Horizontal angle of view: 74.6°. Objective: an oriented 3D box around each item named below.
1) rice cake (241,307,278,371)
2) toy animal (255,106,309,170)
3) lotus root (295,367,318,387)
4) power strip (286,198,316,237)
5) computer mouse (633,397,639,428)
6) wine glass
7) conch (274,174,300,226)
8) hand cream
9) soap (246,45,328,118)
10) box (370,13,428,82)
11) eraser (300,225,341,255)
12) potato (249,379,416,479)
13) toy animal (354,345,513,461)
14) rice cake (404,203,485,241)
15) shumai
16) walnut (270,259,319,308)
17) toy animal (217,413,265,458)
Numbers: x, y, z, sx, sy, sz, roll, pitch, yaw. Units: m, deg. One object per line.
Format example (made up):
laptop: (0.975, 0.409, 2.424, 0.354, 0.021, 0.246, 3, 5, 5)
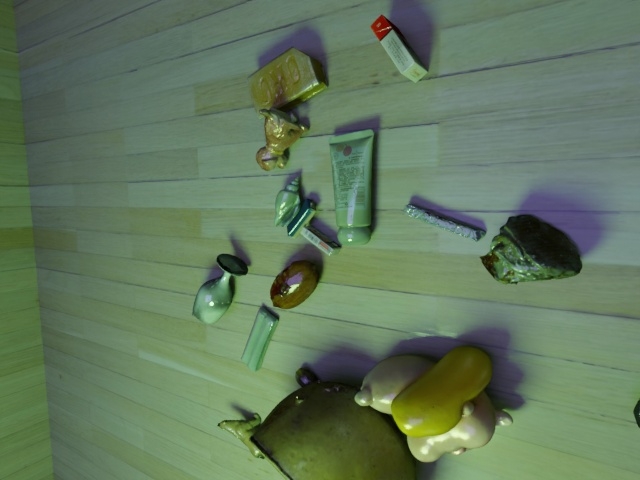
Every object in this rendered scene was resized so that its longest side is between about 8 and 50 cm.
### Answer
rice cake: (-0.211, 0.338, 1.424, 0.080, 0.042, 0.222, 31, 112, 25)
toy animal: (-0.153, -0.292, 1.231, 0.185, 0.184, 0.104, -48, 63, 27)
lotus root: (-0.038, 0.443, 1.319, 0.099, 0.049, 0.054, 38, 112, 18)
power strip: (-0.057, -0.067, 1.268, 0.123, 0.032, 0.056, -51, 30, 27)
computer mouse: (0.699, 0.317, 0.822, 0.172, 0.057, 0.099, -43, 71, 17)
wine glass: (-0.350, 0.168, 1.446, 0.126, 0.126, 0.241, 42, 113, 22)
conch: (-0.092, -0.116, 1.281, 0.088, 0.065, 0.180, 26, 104, 19)
hand cream: (0.085, -0.140, 1.147, 0.147, 0.093, 0.306, -1, 93, 38)
soap: (-0.102, -0.467, 1.241, 0.232, 0.073, 0.140, -18, 90, 32)
box: (0.194, -0.469, 1.032, 0.048, 0.100, 0.152, -33, 78, 28)
eraser: (0.000, 0.000, 1.241, 0.122, 0.052, 0.029, 38, 113, 25)
potato: (0.064, 0.582, 1.141, 0.442, 0.319, 0.385, 44, 157, 12)
toy animal: (0.261, 0.421, 1.006, 0.345, 0.277, 0.247, -17, 100, 30)
rice cake: (0.304, -0.046, 1.048, 0.207, 0.033, 0.033, 25, 110, 28)
shumai: (0.448, 0.051, 0.912, 0.184, 0.184, 0.142, 40, 139, 23)
walnut: (-0.085, 0.139, 1.279, 0.116, 0.116, 0.207, 52, 120, 17)
toy animal: (-0.248, 0.672, 1.451, 0.218, 0.101, 0.103, 33, 114, 26)
